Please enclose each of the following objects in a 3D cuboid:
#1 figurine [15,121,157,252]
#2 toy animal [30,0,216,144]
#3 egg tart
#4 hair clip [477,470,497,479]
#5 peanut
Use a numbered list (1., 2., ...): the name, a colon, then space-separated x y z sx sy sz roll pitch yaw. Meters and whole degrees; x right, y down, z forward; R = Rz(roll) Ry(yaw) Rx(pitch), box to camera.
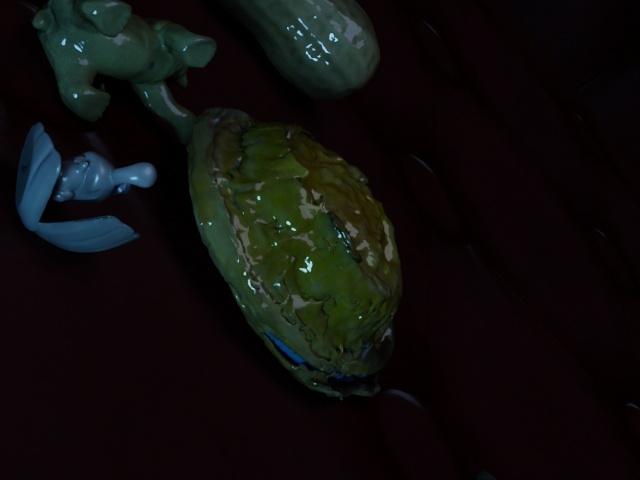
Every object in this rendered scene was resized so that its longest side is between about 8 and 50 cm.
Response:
1. figurine: -0.164 -0.033 0.862 0.086 0.094 0.082 9 86 -24
2. toy animal: -0.157 -0.156 1.045 0.101 0.103 0.219 42 18 30
3. egg tart: 0.000 0.000 1.072 0.291 0.107 0.290 45 28 -32
4. hair clip: 0.138 0.256 1.107 0.066 0.036 0.229 61 23 -4
5. peanut: -0.041 -0.262 1.369 0.256 0.123 0.123 45 24 -11
